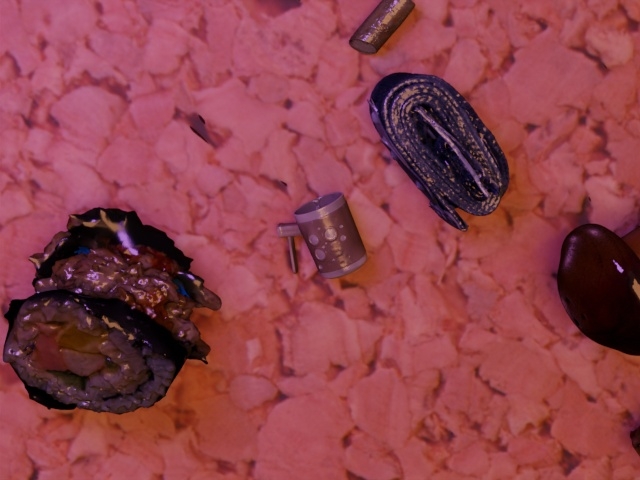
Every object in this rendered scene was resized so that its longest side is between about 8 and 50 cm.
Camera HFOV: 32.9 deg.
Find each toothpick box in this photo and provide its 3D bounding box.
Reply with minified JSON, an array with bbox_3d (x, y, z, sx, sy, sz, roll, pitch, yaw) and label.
[{"bbox_3d":[0.467,0.029,1.465,0.294,0.192,0.192,-26,103,-9],"label":"toothpick box"}]

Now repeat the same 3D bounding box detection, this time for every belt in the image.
[{"bbox_3d":[0.159,-0.126,1.413,0.122,0.128,0.218,-41,104,-1],"label":"belt"}]

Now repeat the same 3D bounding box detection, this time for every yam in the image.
[{"bbox_3d":[0.080,-0.283,1.417,0.043,0.043,0.094,39,92,-13],"label":"yam"}]

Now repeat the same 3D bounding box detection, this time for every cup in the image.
[{"bbox_3d":[0.002,0.001,1.438,0.102,0.074,0.099,-24,103,-4],"label":"cup"}]

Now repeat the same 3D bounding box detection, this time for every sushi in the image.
[{"bbox_3d":[-0.265,0.086,1.363,0.225,0.219,0.238,-17,136,29],"label":"sushi"}]

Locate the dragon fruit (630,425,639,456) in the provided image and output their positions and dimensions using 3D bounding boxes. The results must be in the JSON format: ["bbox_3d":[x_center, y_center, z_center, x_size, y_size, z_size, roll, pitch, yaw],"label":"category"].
[{"bbox_3d":[0.601,0.267,1.489,0.302,0.330,0.240,-3,79,-6],"label":"dragon fruit"}]
